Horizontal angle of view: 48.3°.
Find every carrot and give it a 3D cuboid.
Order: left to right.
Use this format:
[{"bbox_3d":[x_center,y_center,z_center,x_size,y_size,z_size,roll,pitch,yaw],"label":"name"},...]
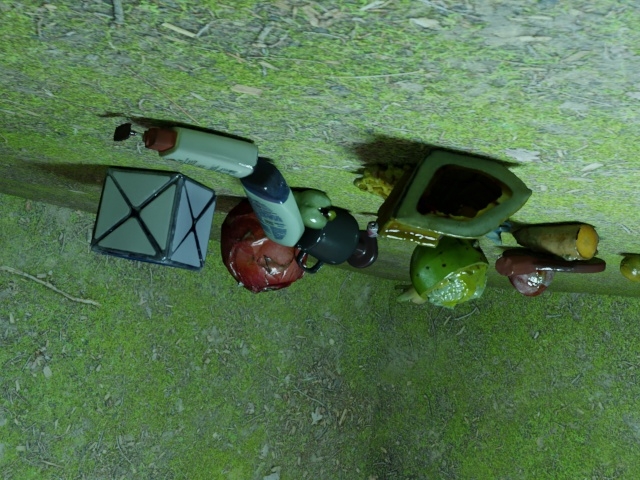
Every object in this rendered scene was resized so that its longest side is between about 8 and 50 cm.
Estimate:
[{"bbox_3d":[0.610,-0.006,1.907,0.101,0.102,0.263,13,178,-33],"label":"carrot"}]

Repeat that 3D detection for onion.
[{"bbox_3d":[0.682,0.094,2.384,0.194,0.160,0.159,29,174,3],"label":"onion"}]

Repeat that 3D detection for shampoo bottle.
[{"bbox_3d":[-0.277,-0.194,1.475,0.284,0.071,0.153,14,174,-22],"label":"shampoo bottle"},{"bbox_3d":[-0.111,-0.085,1.766,0.134,0.078,0.359,27,164,16],"label":"shampoo bottle"}]

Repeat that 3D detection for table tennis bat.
[{"bbox_3d":[0.605,0.059,1.936,0.414,0.051,0.268,-3,-170,-45],"label":"table tennis bat"}]

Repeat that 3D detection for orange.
[{"bbox_3d":[0.955,0.082,2.165,0.095,0.085,0.085,15,172,-20],"label":"orange"}]

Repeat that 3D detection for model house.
[{"bbox_3d":[0.238,-0.055,1.397,0.267,0.174,0.239,14,161,-11],"label":"model house"}]

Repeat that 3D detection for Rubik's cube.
[{"bbox_3d":[-0.476,-0.061,2.080,0.260,0.255,0.259,9,175,15],"label":"Rubik's cube"}]

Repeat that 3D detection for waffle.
[{"bbox_3d":[0.199,-0.108,1.570,0.243,0.059,0.237,21,171,-21],"label":"waffle"}]

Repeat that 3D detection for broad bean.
[{"bbox_3d":[-0.048,-0.091,1.980,0.227,0.100,0.169,19,173,38],"label":"broad bean"}]

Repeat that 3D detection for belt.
[{"bbox_3d":[0.254,-0.038,2.141,0.231,0.072,0.053,6,167,-2],"label":"belt"}]

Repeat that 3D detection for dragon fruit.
[{"bbox_3d":[-0.172,0.013,2.261,0.295,0.302,0.296,-10,164,-3],"label":"dragon fruit"}]

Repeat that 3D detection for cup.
[{"bbox_3d":[0.000,0.000,2.144,0.176,0.223,0.169,21,-162,-42],"label":"cup"}]

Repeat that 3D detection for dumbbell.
[{"bbox_3d":[0.097,0.016,2.465,0.124,0.141,0.225,-14,161,31],"label":"dumbbell"}]

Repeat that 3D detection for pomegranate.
[{"bbox_3d":[0.383,0.107,2.293,0.340,0.261,0.260,-31,152,28],"label":"pomegranate"}]

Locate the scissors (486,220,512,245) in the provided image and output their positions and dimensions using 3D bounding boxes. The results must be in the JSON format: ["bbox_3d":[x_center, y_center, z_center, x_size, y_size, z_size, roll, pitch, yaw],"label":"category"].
[{"bbox_3d":[0.484,-0.028,2.015,0.137,0.041,0.289,7,170,23],"label":"scissors"}]

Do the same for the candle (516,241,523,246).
[{"bbox_3d":[0.644,0.000,2.077,0.162,0.053,0.048,6,132,-27],"label":"candle"}]
